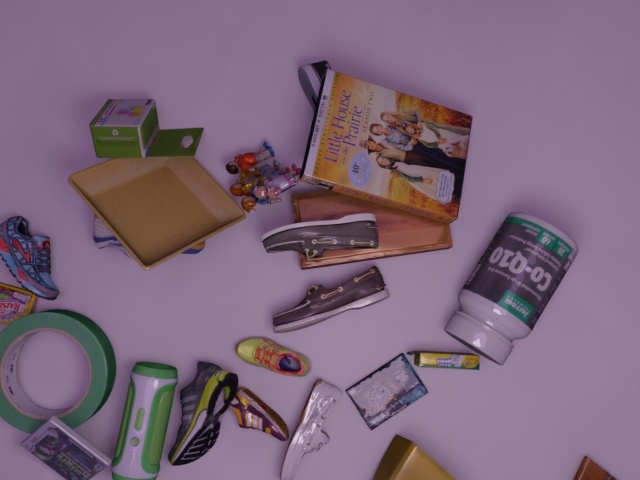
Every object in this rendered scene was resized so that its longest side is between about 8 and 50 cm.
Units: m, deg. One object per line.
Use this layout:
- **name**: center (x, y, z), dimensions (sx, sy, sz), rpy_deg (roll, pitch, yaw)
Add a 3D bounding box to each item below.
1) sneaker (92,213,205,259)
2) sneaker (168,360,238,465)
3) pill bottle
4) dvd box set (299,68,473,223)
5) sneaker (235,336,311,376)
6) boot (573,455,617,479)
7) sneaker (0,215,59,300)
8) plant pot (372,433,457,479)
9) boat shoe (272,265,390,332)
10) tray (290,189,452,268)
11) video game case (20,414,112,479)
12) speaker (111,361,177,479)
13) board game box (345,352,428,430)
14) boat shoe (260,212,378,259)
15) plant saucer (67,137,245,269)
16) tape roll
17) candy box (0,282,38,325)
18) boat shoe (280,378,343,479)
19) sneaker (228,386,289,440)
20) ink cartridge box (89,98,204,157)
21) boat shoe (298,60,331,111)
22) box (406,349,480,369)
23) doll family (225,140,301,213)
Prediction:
- **sneaker**: center (-0.465, -0.006, 1.691), dimensions (0.297, 0.112, 0.131), rpy_deg (17, 120, -9)
- **sneaker**: center (-0.323, 0.454, 1.639), dimensions (0.121, 0.111, 0.300), rpy_deg (31, 95, 37)
- **pill bottle**: center (0.486, 0.125, 1.610), dimensions (0.204, 0.204, 0.361), rpy_deg (32, 85, 3)
- **dvd box set**: center (0.178, -0.243, 1.621), dimensions (0.420, 0.062, 0.307), rpy_deg (16, 74, -11)
- **sneaker**: center (-0.125, 0.308, 1.649), dimensions (0.209, 0.094, 0.081), rpy_deg (14, 86, 3)
- **boot**: center (0.631, 0.686, 1.606), dimensions (0.264, 0.096, 0.280), rpy_deg (33, 84, 4)
- **sneaker**: center (-0.777, 0.041, 1.676), dimensions (0.125, 0.104, 0.262), rpy_deg (-39, 85, -6)
- **plant pot**: center (0.229, 0.632, 1.542), dimensions (0.212, 0.212, 0.187), rpy_deg (41, 78, 4)
- **boat shoe**: center (0.019, 0.160, 1.657), dimensions (0.324, 0.116, 0.096), rpy_deg (-18, 80, -6)
- **tray**: center (0.136, -0.050, 1.696), dimensions (0.411, 0.076, 0.202), rpy_deg (-8, 84, 0)
- **video game case**: center (-0.651, 0.543, 1.592), dimensions (0.190, 0.022, 0.173), rpy_deg (44, 122, -13)
- **speaker**: center (-0.455, 0.472, 1.616), dimensions (0.131, 0.131, 0.296), rpy_deg (10, 85, 1)
- **board game box**: center (0.178, 0.405, 1.671), dimensions (0.186, 0.026, 0.126), rpy_deg (-32, 85, -3)
- **boat shoe**: center (0.000, -0.001, 1.601), dimensions (0.305, 0.109, 0.091), rpy_deg (-9, 79, -4)
- **plant saucer**: center (-0.422, -0.088, 1.622), dimensions (0.333, 0.081, 0.333), rpy_deg (45, 50, 15)
- **tape roll**: center (-0.710, 0.345, 1.644), dimensions (0.321, 0.077, 0.321), rpy_deg (0, 90, -1)
- **candy box**: center (-0.884, 0.167, 1.701), dimensions (0.206, 0.027, 0.105), rpy_deg (15, 88, 2)
- **boat shoe**: center (-0.021, 0.507, 1.626), dimensions (0.096, 0.098, 0.277), rpy_deg (23, 83, 3)
- **sneaker**: center (-0.167, 0.476, 1.650), dimensions (0.185, 0.069, 0.084), rpy_deg (42, 94, 11)
- **ink cartridge box**: center (-0.455, -0.302, 1.663), dimensions (0.255, 0.188, 0.097), rpy_deg (-1, 124, 0)
- **boat shoe**: center (0.045, -0.358, 1.713), dimensions (0.105, 0.113, 0.306), rpy_deg (-21, 72, -15)
- **box**: center (0.319, 0.314, 1.641), dimensions (0.179, 0.105, 0.043), rpy_deg (5, 83, 1)
- **doll family**: center (-0.154, -0.146, 1.661), dimensions (0.163, 0.118, 0.263), rpy_deg (-31, 41, -17)
